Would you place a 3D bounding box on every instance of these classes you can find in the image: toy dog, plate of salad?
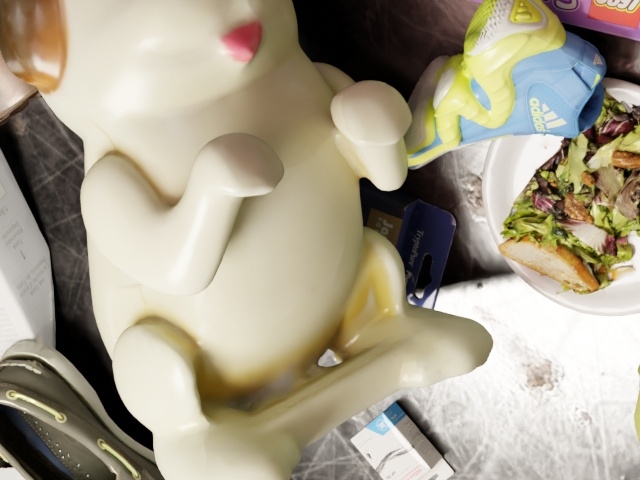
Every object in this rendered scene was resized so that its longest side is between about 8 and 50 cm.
[{"bbox_3d":[-0.081,-0.065,1.294,0.395,0.284,0.408,26,136,61],"label":"toy dog"},{"bbox_3d":[0.219,-0.031,1.306,0.199,0.048,0.200,9,110,26],"label":"plate of salad"}]

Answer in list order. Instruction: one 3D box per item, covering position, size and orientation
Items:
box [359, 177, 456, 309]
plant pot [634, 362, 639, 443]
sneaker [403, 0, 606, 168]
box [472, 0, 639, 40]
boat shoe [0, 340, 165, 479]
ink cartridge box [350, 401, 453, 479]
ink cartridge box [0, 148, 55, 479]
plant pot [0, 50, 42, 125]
[{"bbox_3d":[0.000,0.000,1.441,0.225,0.036,0.136,22,116,19],"label":"box"},{"bbox_3d":[0.372,0.099,1.164,0.276,0.276,0.254,52,133,4],"label":"plant pot"},{"bbox_3d":[0.141,-0.099,1.276,0.126,0.091,0.240,26,156,-7],"label":"sneaker"},{"bbox_3d":[0.130,-0.282,1.230,0.293,0.057,0.201,15,112,12],"label":"box"},{"bbox_3d":[-0.211,0.233,1.570,0.109,0.091,0.305,-37,102,32],"label":"boat shoe"},{"bbox_3d":[0.074,0.193,1.469,0.083,0.028,0.048,49,122,5],"label":"ink cartridge box"},{"bbox_3d":[-0.393,0.084,1.673,0.308,0.091,0.385,-7,120,29],"label":"ink cartridge box"},{"bbox_3d":[-0.299,-0.198,1.469,0.167,0.167,0.165,-31,98,32],"label":"plant pot"}]
